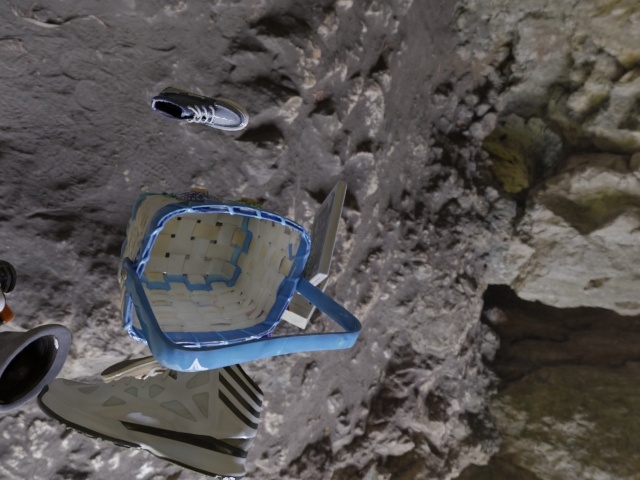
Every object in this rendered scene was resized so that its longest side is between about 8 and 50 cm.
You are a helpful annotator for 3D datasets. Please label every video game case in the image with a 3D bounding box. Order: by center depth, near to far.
[{"bbox_3d":[0.000,0.000,0.870,0.173,0.022,0.190,130,-26,-66],"label":"video game case"}]

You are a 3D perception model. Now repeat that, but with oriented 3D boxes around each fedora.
[{"bbox_3d":[-0.827,0.326,1.192,0.275,0.125,0.243,-53,163,-74],"label":"fedora"}]

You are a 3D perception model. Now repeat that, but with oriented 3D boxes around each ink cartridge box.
[{"bbox_3d":[-0.051,0.130,1.078,0.056,0.099,0.135,106,11,-52],"label":"ink cartridge box"}]

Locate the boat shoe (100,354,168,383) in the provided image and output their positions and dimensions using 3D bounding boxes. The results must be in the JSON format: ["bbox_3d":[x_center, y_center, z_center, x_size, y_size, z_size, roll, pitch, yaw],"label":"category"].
[{"bbox_3d":[-0.524,0.399,1.331,0.302,0.109,0.098,19,60,-73],"label":"boat shoe"}]

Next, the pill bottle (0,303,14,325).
[{"bbox_3d":[-0.973,0.249,1.189,0.246,0.131,0.130,-42,138,-45],"label":"pill bottle"}]

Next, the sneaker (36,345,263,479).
[{"bbox_3d":[-0.335,0.311,0.945,0.169,0.449,0.257,105,2,-67],"label":"sneaker"}]

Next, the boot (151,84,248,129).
[{"bbox_3d":[-0.252,-0.266,0.929,0.086,0.190,0.069,-81,-174,-55],"label":"boot"}]

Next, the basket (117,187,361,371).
[{"bbox_3d":[-0.122,0.051,0.553,0.255,0.289,0.200,6,115,-44],"label":"basket"}]

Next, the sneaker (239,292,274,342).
[{"bbox_3d":[-0.164,0.215,1.176,0.095,0.105,0.236,9,98,-47],"label":"sneaker"}]

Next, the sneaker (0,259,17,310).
[{"bbox_3d":[-0.816,0.104,1.102,0.147,0.296,0.104,9,97,-61],"label":"sneaker"}]
